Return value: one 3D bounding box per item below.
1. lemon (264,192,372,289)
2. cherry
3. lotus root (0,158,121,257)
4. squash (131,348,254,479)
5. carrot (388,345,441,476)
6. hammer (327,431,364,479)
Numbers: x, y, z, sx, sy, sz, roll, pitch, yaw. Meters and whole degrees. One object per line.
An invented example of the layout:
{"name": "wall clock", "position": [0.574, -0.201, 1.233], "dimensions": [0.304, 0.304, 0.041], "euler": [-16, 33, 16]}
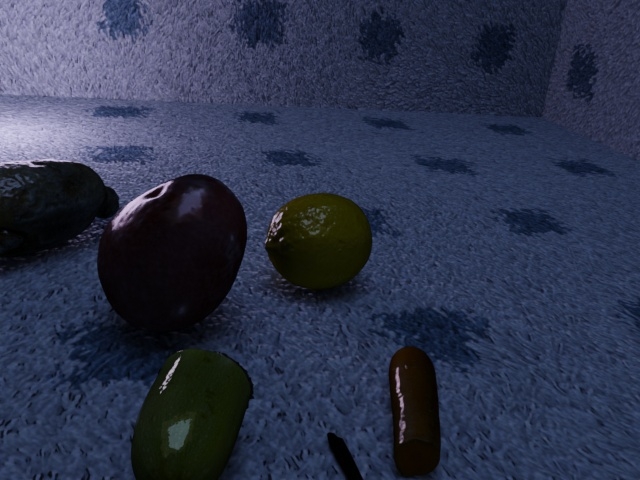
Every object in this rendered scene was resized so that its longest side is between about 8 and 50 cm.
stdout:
{"name": "lemon", "position": [-0.003, -0.001, 1.215], "dimensions": [0.193, 0.181, 0.181], "euler": [17, 19, -17]}
{"name": "cherry", "position": [-0.227, 0.026, 1.044], "dimensions": [0.212, 0.285, 0.236], "euler": [34, 21, -35]}
{"name": "lotus root", "position": [-0.522, -0.071, 1.261], "dimensions": [0.174, 0.175, 0.349], "euler": [17, 22, 25]}
{"name": "squash", "position": [-0.146, 0.215, 0.751], "dimensions": [0.122, 0.123, 0.187], "euler": [7, 27, 2]}
{"name": "carrot", "position": [0.123, 0.211, 0.891], "dimensions": [0.067, 0.067, 0.225], "euler": [7, 24, 2]}
{"name": "hammer", "position": [0.047, 0.277, 0.774], "dimensions": [0.065, 0.021, 0.178], "euler": [-2, 22, -20]}
